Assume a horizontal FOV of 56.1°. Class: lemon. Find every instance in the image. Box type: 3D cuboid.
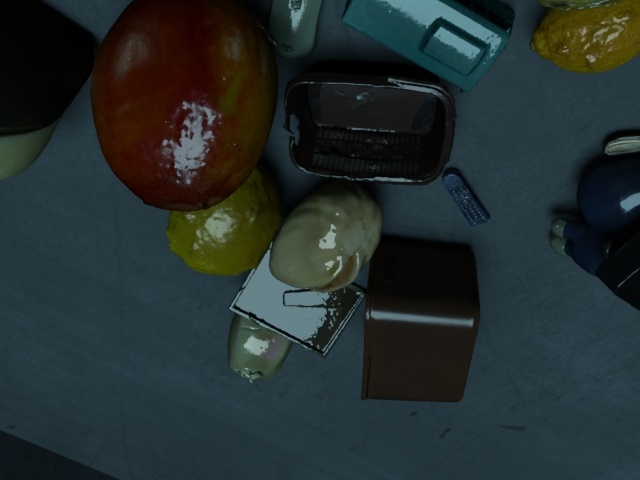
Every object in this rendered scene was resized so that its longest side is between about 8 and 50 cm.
[{"bbox_3d":[0.415,-0.324,0.913,0.187,0.142,0.142,-12,127,25],"label":"lemon"},{"bbox_3d":[-0.195,-0.052,1.230,0.233,0.233,0.288,24,128,-9],"label":"lemon"}]

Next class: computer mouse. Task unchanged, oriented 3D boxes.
[{"bbox_3d":[-0.041,-0.384,1.019,0.089,0.056,0.182,12,132,-5],"label":"computer mouse"}]

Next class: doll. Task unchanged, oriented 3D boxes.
[{"bbox_3d":[0.566,-0.044,1.137,0.228,0.154,0.258,8,125,10],"label":"doll"}]

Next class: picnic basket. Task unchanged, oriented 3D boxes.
[{"bbox_3d":[0.091,-0.222,1.082,0.296,0.129,0.223,6,133,8],"label":"picnic basket"}]

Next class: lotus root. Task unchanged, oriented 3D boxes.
[{"bbox_3d":[0.555,-0.178,1.084,0.083,0.030,0.037,-6,123,16],"label":"lotus root"}]

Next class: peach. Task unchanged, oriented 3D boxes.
[{"bbox_3d":[-0.224,-0.226,1.007,0.372,0.290,0.373,1,93,17],"label":"peach"}]

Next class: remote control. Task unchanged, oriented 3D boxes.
[{"bbox_3d":[0.296,-0.087,1.226,0.043,0.027,0.152,-26,123,23],"label":"remote control"}]

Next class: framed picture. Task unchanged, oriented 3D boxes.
[{"bbox_3d":[-0.053,0.145,1.451,0.281,0.019,0.209,30,102,-13],"label":"framed picture"}]

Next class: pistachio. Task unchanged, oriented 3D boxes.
[{"bbox_3d":[0.000,0.000,1.260,0.193,0.214,0.318,11,150,-35],"label":"pistachio"}]

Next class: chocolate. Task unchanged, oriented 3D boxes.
[{"bbox_3d":[-0.635,-0.276,1.106,0.314,0.326,0.297,31,147,-18],"label":"chocolate"}]

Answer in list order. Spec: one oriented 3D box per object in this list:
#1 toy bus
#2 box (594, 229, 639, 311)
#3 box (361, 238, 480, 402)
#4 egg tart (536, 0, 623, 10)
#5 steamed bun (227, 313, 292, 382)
[{"bbox_3d":[0.171,-0.350,0.941,0.256,0.147,0.128,26,133,-10],"label":"toy bus"},{"bbox_3d":[0.657,0.045,1.113,0.350,0.058,0.211,24,115,-44],"label":"box"},{"bbox_3d":[0.216,0.186,1.346,0.229,0.239,0.339,4,131,6],"label":"box"},{"bbox_3d":[0.381,-0.409,0.815,0.241,0.241,0.106,-15,155,24],"label":"egg tart"},{"bbox_3d":[-0.159,0.270,1.556,0.170,0.153,0.239,17,132,-4],"label":"steamed bun"}]
